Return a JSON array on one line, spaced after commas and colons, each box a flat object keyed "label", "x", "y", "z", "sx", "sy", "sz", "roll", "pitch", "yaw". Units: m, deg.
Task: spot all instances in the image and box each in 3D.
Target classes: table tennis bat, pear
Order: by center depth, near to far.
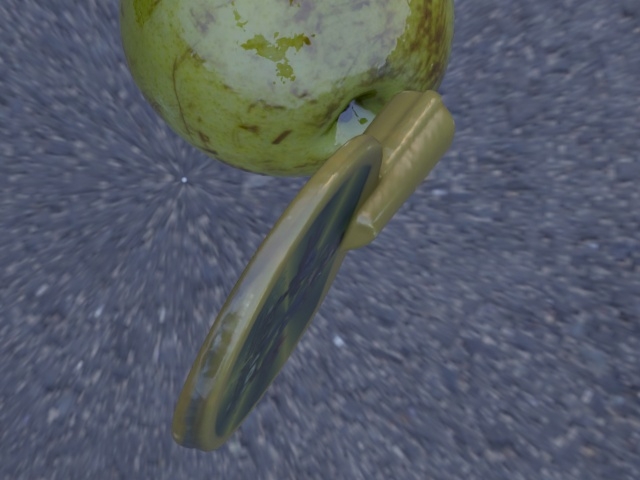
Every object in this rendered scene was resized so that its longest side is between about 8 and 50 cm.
[{"label": "table tennis bat", "x": 0.000, "y": 0.000, "z": 1.142, "sx": 0.050, "sy": 0.321, "sz": 0.198, "roll": 30, "pitch": 131, "yaw": 9}, {"label": "pear", "x": -0.030, "y": -0.189, "z": 1.585, "sx": 0.283, "sy": 0.283, "sz": 0.284, "roll": 0, "pitch": 92, "yaw": -4}]
